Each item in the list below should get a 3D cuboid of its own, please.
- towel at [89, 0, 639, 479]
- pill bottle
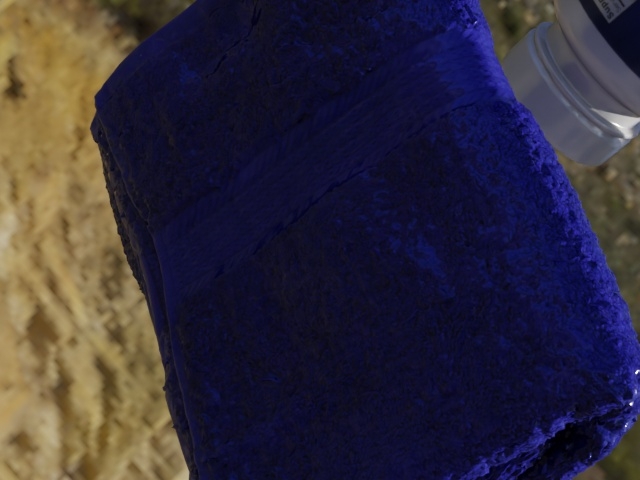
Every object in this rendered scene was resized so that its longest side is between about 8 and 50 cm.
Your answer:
[{"bbox_3d":[0.000,0.000,0.784,0.076,0.227,0.308,21,38,-45],"label":"towel"},{"bbox_3d":[0.193,-0.129,0.946,0.112,0.112,0.186,48,-61,0],"label":"pill bottle"}]
